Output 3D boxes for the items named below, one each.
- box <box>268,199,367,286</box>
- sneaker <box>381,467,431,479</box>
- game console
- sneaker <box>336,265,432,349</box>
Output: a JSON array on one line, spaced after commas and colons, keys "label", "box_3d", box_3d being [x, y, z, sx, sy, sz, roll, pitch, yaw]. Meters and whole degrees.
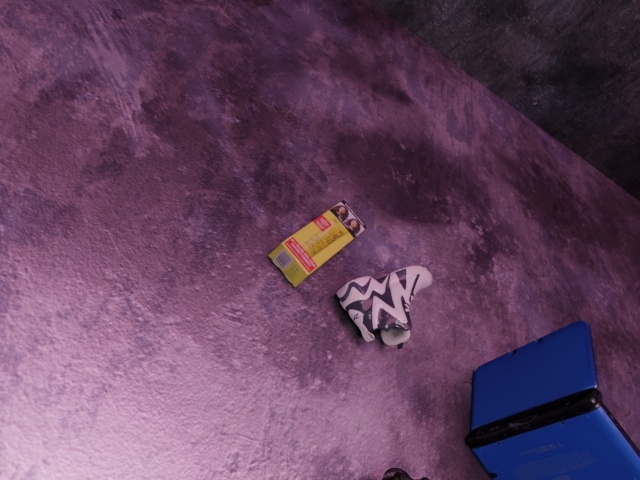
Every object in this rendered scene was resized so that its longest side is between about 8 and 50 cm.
[{"label": "box", "box_3d": [0.000, 0.000, 1.098, 0.087, 0.058, 0.232, 51, 44, 4]}, {"label": "sneaker", "box_3d": [0.093, 0.430, 0.826, 0.276, 0.097, 0.135, 10, 54, -35]}, {"label": "game console", "box_3d": [0.441, 0.340, 1.015, 0.173, 0.293, 0.250, -27, 78, -45]}, {"label": "sneaker", "box_3d": [0.158, 0.143, 1.090, 0.235, 0.094, 0.153, -5, 64, -39]}]
